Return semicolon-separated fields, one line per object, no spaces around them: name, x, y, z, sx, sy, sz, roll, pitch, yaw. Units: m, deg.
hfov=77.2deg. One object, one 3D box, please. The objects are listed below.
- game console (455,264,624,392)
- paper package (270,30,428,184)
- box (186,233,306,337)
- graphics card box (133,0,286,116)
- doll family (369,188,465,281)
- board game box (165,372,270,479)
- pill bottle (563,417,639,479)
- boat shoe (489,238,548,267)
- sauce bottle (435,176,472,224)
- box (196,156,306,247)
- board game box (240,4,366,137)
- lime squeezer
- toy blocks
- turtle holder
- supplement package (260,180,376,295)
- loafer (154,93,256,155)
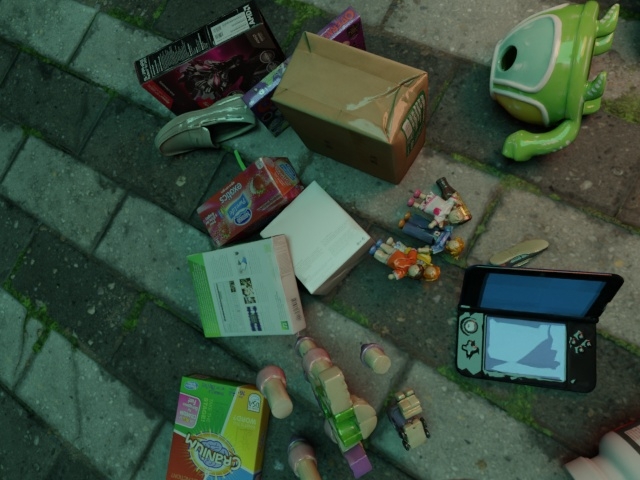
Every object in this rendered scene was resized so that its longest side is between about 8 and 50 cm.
game console;0.452;0.192;0.859;0.294;0.173;0.249;3;81;15
paper package;0.086;-0.293;0.958;0.310;0.325;0.168;26;88;16
box;-0.198;0.123;1.013;0.322;0.059;0.232;-11;93;34
graphics card box;-0.291;-0.482;1.133;0.371;0.233;0.094;-22;72;9
doll family;0.257;0.007;0.983;0.163;0.118;0.262;33;79;30
board game box;-0.264;0.529;1.041;0.243;0.064;0.316;4;82;15
pill bottle;0.676;0.430;0.741;0.363;0.210;0.210;-30;75;8
boat shoe;0.471;0.039;0.949;0.137;0.049;0.043;-24;118;7
sauce bottle;0.332;-0.101;1.007;0.042;0.042;0.128;-28;77;8
box;-0.178;-0.100;1.045;0.257;0.128;0.122;-32;86;28
board game box;-0.031;-0.433;1.072;0.347;0.208;0.056;-38;74;6
lime squeezer;-0.148;-0.164;1.135;0.311;0.059;0.109;26;88;18
toy blocks;0.030;0.357;0.939;0.309;0.260;0.288;-21;105;-14
turtle holder;0.524;-0.364;0.929;0.228;0.243;0.319;11;123;31
supplement package;0.000;0.000;1.019;0.194;0.149;0.203;-44;73;4
loafer;-0.340;-0.322;1.182;0.320;0.112;0.111;-23;67;9
